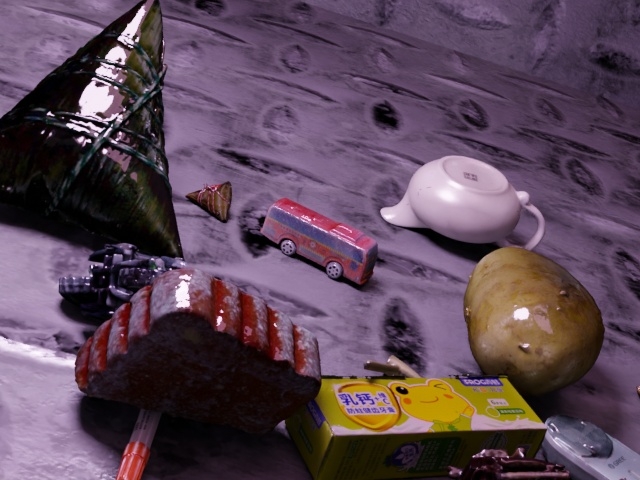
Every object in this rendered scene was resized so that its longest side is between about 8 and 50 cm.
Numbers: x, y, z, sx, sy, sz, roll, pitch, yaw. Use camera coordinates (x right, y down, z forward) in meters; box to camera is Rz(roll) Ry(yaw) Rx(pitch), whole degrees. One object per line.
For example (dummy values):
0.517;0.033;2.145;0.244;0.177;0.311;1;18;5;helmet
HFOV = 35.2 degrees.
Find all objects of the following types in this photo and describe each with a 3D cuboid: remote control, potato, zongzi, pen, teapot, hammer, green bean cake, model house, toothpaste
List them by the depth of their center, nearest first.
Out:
0.244;0.291;1.120;0.203;0.164;0.141;13;31;-17;model house
-0.195;0.204;1.141;0.028;0.028;0.239;17;25;-5;pen
-0.130;0.136;1.144;0.233;0.198;0.097;28;36;-28;green bean cake
0.123;0.229;1.255;0.327;0.077;0.110;4;31;-29;toothpaste
0.393;0.311;1.307;0.247;0.052;0.104;35;29;31;remote control
0.091;0.173;1.315;0.060;0.028;0.195;31;2;19;hammer
0.307;0.122;1.474;0.210;0.173;0.307;35;21;-1;potato
-0.303;-0.117;1.519;0.362;0.319;0.383;31;44;3;zongzi
-0.187;-0.071;1.685;0.073;0.067;0.083;-2;12;-15;zongzi
0.279;-0.057;1.869;0.300;0.166;0.208;23;17;-8;teapot

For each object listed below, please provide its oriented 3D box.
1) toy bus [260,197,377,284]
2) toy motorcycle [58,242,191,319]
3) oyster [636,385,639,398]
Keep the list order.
0.000;0.000;1.624;0.192;0.077;0.065;25;29;16;toy bus
-0.216;0.062;1.257;0.159;0.106;0.270;13;-11;-35;toy motorcycle
0.538;0.263;1.530;0.086;0.029;0.132;17;22;-18;oyster
